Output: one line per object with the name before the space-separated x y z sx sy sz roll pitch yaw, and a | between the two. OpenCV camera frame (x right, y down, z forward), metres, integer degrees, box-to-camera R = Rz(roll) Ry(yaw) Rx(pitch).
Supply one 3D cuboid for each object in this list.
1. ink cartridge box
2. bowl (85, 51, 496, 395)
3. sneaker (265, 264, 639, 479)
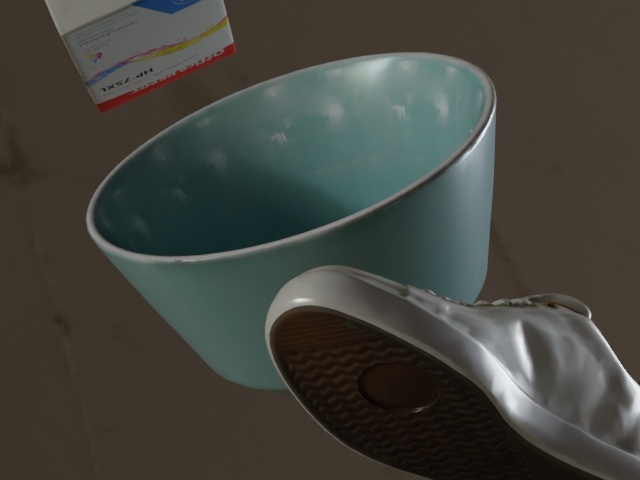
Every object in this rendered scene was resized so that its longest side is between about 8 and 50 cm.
ink cartridge box | -0.149 -0.186 1.555 0.134 0.231 0.078 -25 -105 -3
bowl | 0.000 0.000 1.377 0.311 0.311 0.163 -53 -49 -49
sneaker | 0.085 0.070 1.057 0.290 0.106 0.123 32 -134 -32
